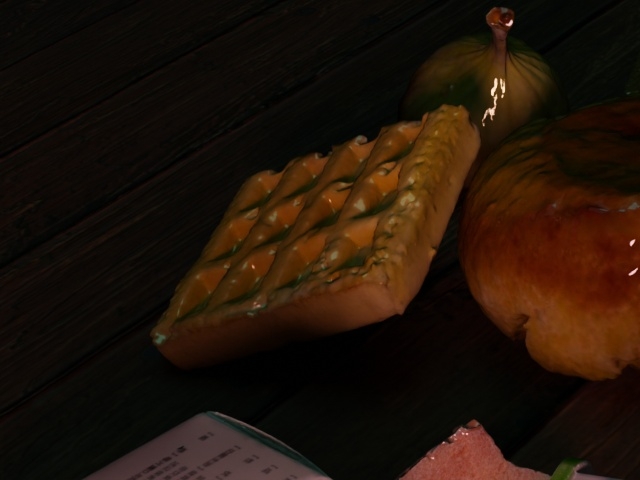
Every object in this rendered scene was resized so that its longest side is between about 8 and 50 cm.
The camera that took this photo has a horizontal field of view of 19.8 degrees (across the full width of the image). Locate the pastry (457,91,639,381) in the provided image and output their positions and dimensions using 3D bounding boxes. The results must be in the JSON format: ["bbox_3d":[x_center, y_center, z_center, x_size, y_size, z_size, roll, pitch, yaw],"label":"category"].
[{"bbox_3d":[0.277,-0.013,1.422,0.356,0.163,0.356,-8,21,3],"label":"pastry"}]

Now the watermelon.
[{"bbox_3d":[0.063,0.175,1.236,0.155,0.080,0.101,-39,27,-18],"label":"watermelon"}]

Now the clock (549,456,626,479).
[{"bbox_3d":[0.238,0.237,0.938,0.310,0.166,0.235,7,32,27],"label":"clock"}]

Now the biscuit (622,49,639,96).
[{"bbox_3d":[0.386,-0.188,1.855,0.131,0.025,0.231,0,29,22],"label":"biscuit"}]

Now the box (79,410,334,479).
[{"bbox_3d":[-0.133,0.257,1.025,0.333,0.173,0.145,-28,30,-31],"label":"box"}]

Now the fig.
[{"bbox_3d":[0.160,-0.124,1.654,0.160,0.143,0.231,-12,-2,-13],"label":"fig"}]

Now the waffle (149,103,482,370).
[{"bbox_3d":[0.000,0.000,1.491,0.248,0.055,0.221,-17,31,37],"label":"waffle"}]
